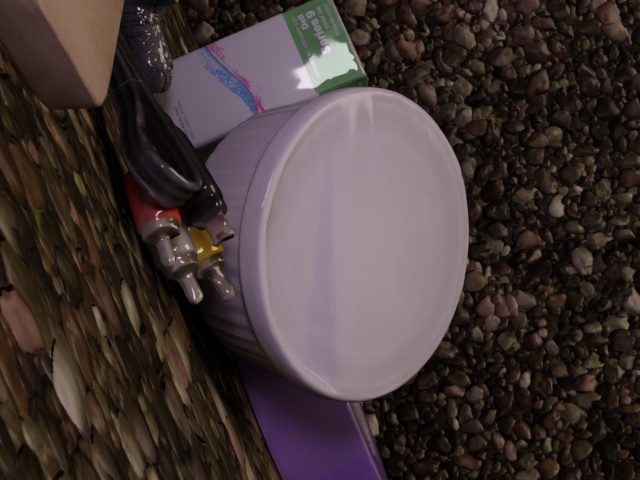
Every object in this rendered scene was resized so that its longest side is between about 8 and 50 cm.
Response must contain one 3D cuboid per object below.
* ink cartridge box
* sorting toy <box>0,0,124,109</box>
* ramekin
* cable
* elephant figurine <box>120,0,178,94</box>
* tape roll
[{"bbox_3d":[-0.067,-0.138,1.233,0.154,0.212,0.093,49,16,-84],"label":"ink cartridge box"},{"bbox_3d":[-0.148,-0.221,0.477,0.257,0.089,0.255,67,23,-56],"label":"sorting toy"},{"bbox_3d":[0.000,0.000,1.125,0.127,0.273,0.273,6,-52,42],"label":"ramekin"},{"bbox_3d":[-0.149,-0.083,0.971,0.287,0.072,0.139,56,5,26],"label":"cable"},{"bbox_3d":[-0.139,-0.284,1.091,0.239,0.169,0.186,59,-7,31],"label":"elephant figurine"},{"bbox_3d":[-0.015,0.154,1.341,0.275,0.090,0.274,-21,90,-88],"label":"tape roll"}]
